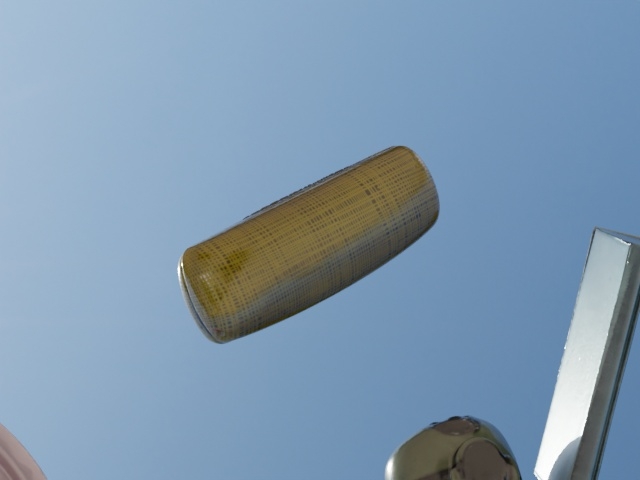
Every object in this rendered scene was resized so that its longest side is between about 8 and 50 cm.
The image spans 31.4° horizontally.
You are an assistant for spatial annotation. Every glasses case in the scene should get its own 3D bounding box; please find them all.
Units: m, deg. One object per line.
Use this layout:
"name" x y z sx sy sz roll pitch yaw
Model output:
"glasses case" 0.277 0.127 1.111 0.056 0.266 0.105 10 -171 -9
"glasses case" 0.000 0.000 0.810 0.234 0.079 0.064 -29 -171 -38

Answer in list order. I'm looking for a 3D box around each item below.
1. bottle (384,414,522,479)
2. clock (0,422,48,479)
"bottle" 0.163 0.344 1.092 0.168 0.168 0.347 -16 -113 -1
"clock" -0.205 0.148 0.474 0.197 0.068 0.197 23 -138 -22
